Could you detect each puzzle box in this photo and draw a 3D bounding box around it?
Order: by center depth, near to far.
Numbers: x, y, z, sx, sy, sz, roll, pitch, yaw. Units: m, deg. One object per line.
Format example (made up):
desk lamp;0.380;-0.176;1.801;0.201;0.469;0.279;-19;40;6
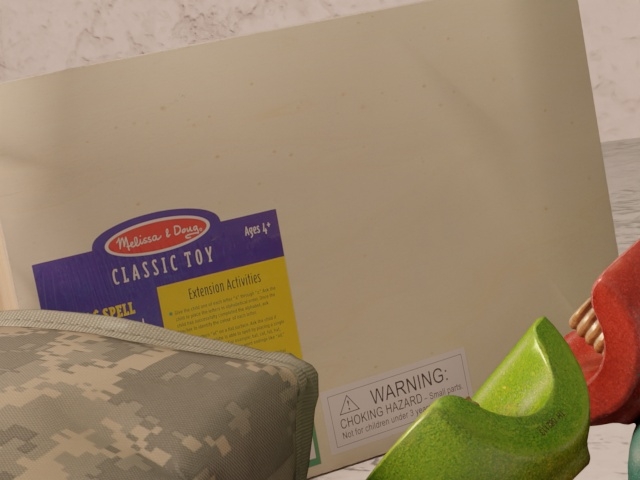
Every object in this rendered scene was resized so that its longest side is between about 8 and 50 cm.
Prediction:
puzzle box;0.000;0.000;0.983;0.409;0.272;0.052;-14;9;-25

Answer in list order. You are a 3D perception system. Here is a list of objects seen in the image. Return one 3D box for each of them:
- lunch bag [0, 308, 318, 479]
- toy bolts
lunch bag;-0.177;0.124;0.558;0.287;0.169;0.235;9;21;24
toy bolts;0.118;0.126;0.654;0.228;0.158;0.218;-33;-18;-44
